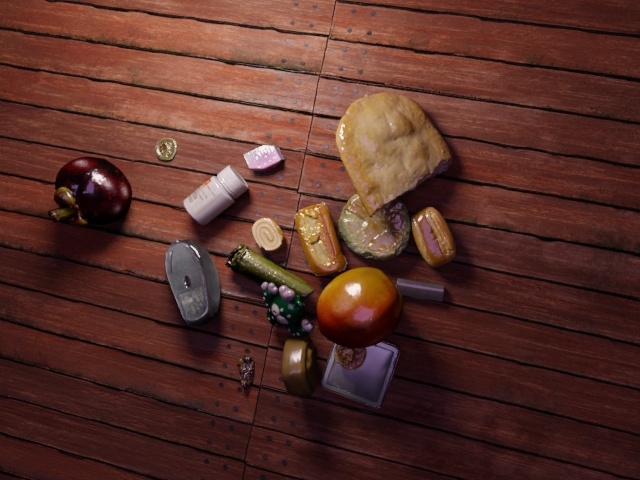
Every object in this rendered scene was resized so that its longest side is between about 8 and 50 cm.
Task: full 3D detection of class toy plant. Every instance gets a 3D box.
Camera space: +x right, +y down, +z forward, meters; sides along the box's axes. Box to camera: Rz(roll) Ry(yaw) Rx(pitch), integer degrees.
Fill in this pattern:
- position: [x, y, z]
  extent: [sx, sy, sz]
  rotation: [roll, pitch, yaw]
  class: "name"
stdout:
- position: [-0.135, 0.270, 1.664]
  extent: [0.243, 0.113, 0.232]
  rotation: [3, 121, 46]
  class: "toy plant"

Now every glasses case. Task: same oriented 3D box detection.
- position: [0.395, 0.199, 1.708]
  extent: [0.191, 0.042, 0.071]
  rotation: [8, 97, 8]
  class: "glasses case"

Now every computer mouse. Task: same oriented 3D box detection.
- position: [-0.534, 0.176, 1.791]
  extent: [0.204, 0.114, 0.373]
  rotation: [-20, 78, 9]
  class: "computer mouse"

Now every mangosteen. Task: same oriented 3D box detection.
- position: [-0.948, -0.203, 1.767]
  extent: [0.298, 0.293, 0.296]
  rotation: [2, 97, 13]
  class: "mangosteen"

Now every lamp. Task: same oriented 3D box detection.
- position: [0.160, 0.511, 1.723]
  extent: [0.267, 0.047, 0.268]
  rotation: [19, 90, 8]
  class: "lamp"

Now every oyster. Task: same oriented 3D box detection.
- position: [-0.308, 0.552, 1.790]
  extent: [0.086, 0.029, 0.132]
  rotation: [-25, 83, 6]
  class: "oyster"

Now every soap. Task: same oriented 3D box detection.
- position: [-0.234, -0.347, 1.798]
  extent: [0.149, 0.056, 0.100]
  rotation: [-23, 88, 6]
  class: "soap"

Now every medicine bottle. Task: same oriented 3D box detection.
- position: [-0.432, -0.188, 1.775]
  extent: [0.252, 0.144, 0.144]
  rotation: [-36, 84, 7]
  class: "medicine bottle"

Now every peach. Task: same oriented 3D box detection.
- position: [0.141, 0.257, 1.608]
  extent: [0.333, 0.308, 0.307]
  rotation: [-28, 85, -2]
  class: "peach"

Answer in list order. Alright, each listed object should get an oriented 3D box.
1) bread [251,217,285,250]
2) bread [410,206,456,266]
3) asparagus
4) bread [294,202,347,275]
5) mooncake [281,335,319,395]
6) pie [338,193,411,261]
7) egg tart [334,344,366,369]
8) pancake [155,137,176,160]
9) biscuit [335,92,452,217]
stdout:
- position: [-0.218, -0.020, 1.781]
  extent: [0.122, 0.073, 0.149]
  rotation: [-28, 83, 11]
  class: "bread"
- position: [0.440, -0.016, 1.675]
  extent: [0.140, 0.106, 0.236]
  rotation: [-25, 84, 8]
  class: "bread"
- position: [-0.209, 0.145, 1.753]
  extent: [0.382, 0.108, 0.128]
  rotation: [29, 113, 5]
  class: "asparagus"
- position: [0.000, 0.000, 1.727]
  extent: [0.153, 0.119, 0.287]
  rotation: [-18, 86, 3]
  class: "bread"
- position: [-0.075, 0.491, 1.666]
  extent: [0.117, 0.235, 0.234]
  rotation: [-5, 87, 8]
  class: "mooncake"
- position: [0.218, -0.066, 1.713]
  extent: [0.307, 0.071, 0.305]
  rotation: [0, 88, 13]
  class: "pie"
- position: [0.118, 0.442, 1.681]
  extent: [0.131, 0.052, 0.130]
  rotation: [0, 87, 8]
  class: "egg tart"
- position: [-0.678, -0.401, 1.876]
  extent: [0.108, 0.017, 0.107]
  rotation: [-1, 86, 11]
  class: "pancake"
- position: [0.280, -0.370, 1.651]
  extent: [0.430, 0.104, 0.445]
  rotation: [-25, 87, -12]
  class: "biscuit"
